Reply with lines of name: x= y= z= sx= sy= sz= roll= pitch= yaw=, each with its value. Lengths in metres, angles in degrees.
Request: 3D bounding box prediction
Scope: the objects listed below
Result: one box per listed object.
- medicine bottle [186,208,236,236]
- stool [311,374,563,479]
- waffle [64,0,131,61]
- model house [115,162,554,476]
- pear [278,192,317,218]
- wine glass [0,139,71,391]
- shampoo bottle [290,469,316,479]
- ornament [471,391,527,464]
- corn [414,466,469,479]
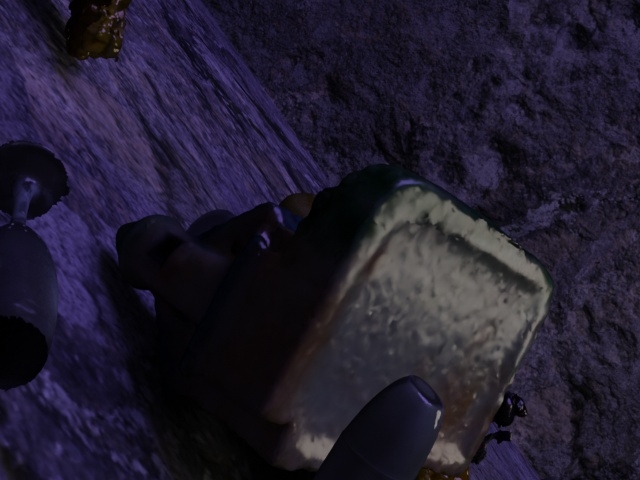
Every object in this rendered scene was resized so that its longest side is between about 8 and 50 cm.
medicine bottle: x=-0.090 y=0.030 z=0.887 sx=0.130 sy=0.080 sz=0.080 roll=45 pitch=12 yaw=-44
stool: x=0.055 y=0.217 z=0.430 sx=0.195 sy=0.199 sz=0.195 roll=36 pitch=13 yaw=-26
waffle: x=-0.239 y=-0.358 z=0.989 sx=0.069 sy=0.293 sz=0.260 roll=24 pitch=12 yaw=-29
model house: x=-0.005 y=0.046 z=0.710 sx=0.280 sy=0.245 sz=0.312 roll=28 pitch=2 yaw=43
pear: x=0.000 y=0.000 z=1.254 sx=0.167 sy=0.137 sz=0.167 roll=9 pitch=33 yaw=-6
wine glass: x=-0.190 y=0.007 z=0.491 sx=0.066 sy=0.066 sz=0.198 roll=48 pitch=10 yaw=-33
shampoo bottle: x=0.010 y=0.228 z=0.672 sx=0.072 sy=0.072 sz=0.214 roll=50 pitch=9 yaw=-18
ornament: x=0.184 y=0.262 z=1.054 sx=0.166 sy=0.196 sz=0.153 roll=58 pitch=9 yaw=36
corn: x=0.098 y=0.271 z=0.812 sx=0.120 sy=0.120 sz=0.363 roll=53 pitch=9 yaw=0
